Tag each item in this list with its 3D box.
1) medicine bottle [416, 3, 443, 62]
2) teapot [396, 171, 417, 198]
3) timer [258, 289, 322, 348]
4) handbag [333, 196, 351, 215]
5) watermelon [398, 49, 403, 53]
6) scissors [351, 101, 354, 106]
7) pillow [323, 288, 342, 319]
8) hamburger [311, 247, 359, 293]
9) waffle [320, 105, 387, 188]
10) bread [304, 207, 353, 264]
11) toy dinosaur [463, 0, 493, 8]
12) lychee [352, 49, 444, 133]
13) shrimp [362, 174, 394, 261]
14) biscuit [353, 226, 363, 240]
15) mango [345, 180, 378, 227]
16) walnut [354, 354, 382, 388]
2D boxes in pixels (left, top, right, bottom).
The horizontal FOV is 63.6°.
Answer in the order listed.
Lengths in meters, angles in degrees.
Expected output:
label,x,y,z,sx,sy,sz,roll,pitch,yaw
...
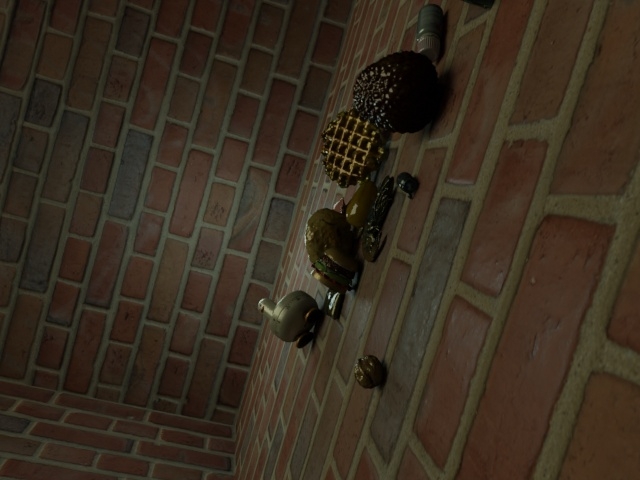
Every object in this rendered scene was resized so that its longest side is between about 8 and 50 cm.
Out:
label,x,y,z,sx,sy,sz,roll,pitch,yaw
medicine bottle,0.344,-0.653,1.632,0.083,0.083,0.203,124,160,-60
teapot,0.251,-0.162,1.517,0.083,0.049,0.064,-100,28,-66
timer,-0.131,0.321,2.250,0.240,0.233,0.234,32,113,32
handbag,0.083,-0.065,2.210,0.157,0.059,0.213,135,147,-71
watermelon,0.283,-0.520,1.749,0.226,0.148,0.319,-24,35,53
scissors,0.200,-0.746,2.664,0.300,0.022,0.109,155,133,-76
pillow,0.045,0.244,2.024,0.203,0.038,0.113,169,115,-79
hamburger,0.058,0.098,1.845,0.137,0.175,0.175,-60,12,4
waffle,0.116,-0.352,1.983,0.302,0.068,0.325,-29,66,38
bread,0.043,-0.004,1.989,0.134,0.244,0.245,-7,60,33
toy dinosaur,0.380,-0.658,1.329,0.363,0.147,0.077,-86,16,-74
lychee,0.227,-0.432,1.518,0.236,0.271,0.236,-2,-88,-62
shrimp,0.190,-0.061,1.689,0.169,0.058,0.296,-102,24,-57
biscuit,0.149,-0.057,1.975,0.120,0.015,0.120,-165,90,-80
mango,0.156,-0.131,1.842,0.195,0.098,0.137,-65,6,-26
walnut,0.128,0.347,1.371,0.079,0.082,0.096,-42,19,13
